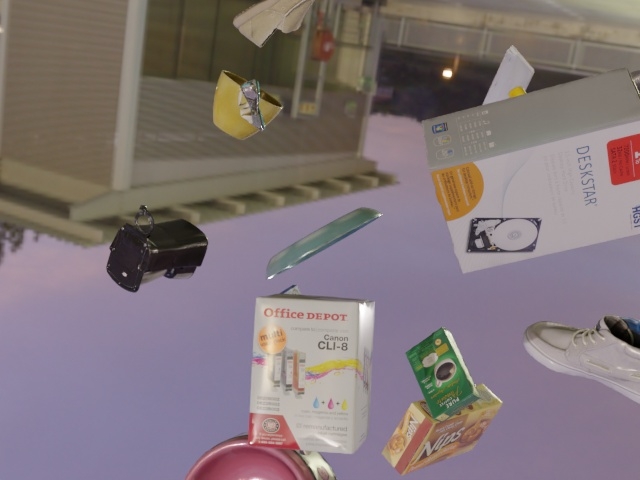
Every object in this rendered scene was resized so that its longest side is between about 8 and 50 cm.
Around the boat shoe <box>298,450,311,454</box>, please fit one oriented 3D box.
[{"bbox_3d":[-0.044,0.322,1.619,0.043,0.137,0.049,-16,165,18],"label":"boat shoe"}]

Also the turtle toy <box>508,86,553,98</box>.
[{"bbox_3d":[0.316,-0.183,1.341,0.066,0.095,0.130,-7,156,-46],"label":"turtle toy"}]

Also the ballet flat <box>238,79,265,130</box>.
[{"bbox_3d":[-0.117,-0.224,1.493,0.041,0.041,0.114,11,148,10],"label":"ballet flat"}]

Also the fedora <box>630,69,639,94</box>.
[{"bbox_3d":[0.642,-0.254,1.784,0.244,0.275,0.124,21,-147,-22],"label":"fedora"}]

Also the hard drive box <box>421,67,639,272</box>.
[{"bbox_3d":[0.250,-0.074,1.021,0.232,0.181,0.089,-14,-136,12],"label":"hard drive box"}]

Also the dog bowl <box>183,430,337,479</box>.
[{"bbox_3d":[-0.158,0.642,2.096,0.408,0.408,0.150,13,167,20],"label":"dog bowl"}]

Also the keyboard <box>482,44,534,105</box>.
[{"bbox_3d":[0.333,-0.245,1.677,0.014,0.256,0.072,-22,-119,-27],"label":"keyboard"}]

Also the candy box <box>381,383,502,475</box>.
[{"bbox_3d":[0.322,0.489,2.337,0.316,0.183,0.087,-2,-143,-46],"label":"candy box"}]

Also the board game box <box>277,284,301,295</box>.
[{"bbox_3d":[-0.072,0.155,1.919,0.090,0.090,0.020,-30,-162,-33],"label":"board game box"}]

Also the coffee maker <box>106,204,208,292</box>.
[{"bbox_3d":[-0.313,0.013,1.784,0.120,0.171,0.178,54,-149,14],"label":"coffee maker"}]

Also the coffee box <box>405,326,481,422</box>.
[{"bbox_3d":[0.269,0.297,1.978,0.040,0.113,0.184,32,-153,-45],"label":"coffee box"}]

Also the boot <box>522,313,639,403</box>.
[{"bbox_3d":[0.434,0.155,1.386,0.258,0.123,0.095,20,-133,34],"label":"boot"}]

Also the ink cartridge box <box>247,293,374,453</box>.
[{"bbox_3d":[-0.008,0.154,1.076,0.128,0.176,0.127,2,177,12],"label":"ink cartridge box"}]

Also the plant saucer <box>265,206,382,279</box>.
[{"bbox_3d":[0.000,0.000,2.127,0.317,0.043,0.317,-29,179,-1],"label":"plant saucer"}]

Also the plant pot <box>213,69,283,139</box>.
[{"bbox_3d":[-0.153,-0.250,1.714,0.134,0.095,0.134,30,-167,-7],"label":"plant pot"}]

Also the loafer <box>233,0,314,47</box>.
[{"bbox_3d":[-0.060,-0.495,1.893,0.268,0.092,0.102,-21,-159,33],"label":"loafer"}]
